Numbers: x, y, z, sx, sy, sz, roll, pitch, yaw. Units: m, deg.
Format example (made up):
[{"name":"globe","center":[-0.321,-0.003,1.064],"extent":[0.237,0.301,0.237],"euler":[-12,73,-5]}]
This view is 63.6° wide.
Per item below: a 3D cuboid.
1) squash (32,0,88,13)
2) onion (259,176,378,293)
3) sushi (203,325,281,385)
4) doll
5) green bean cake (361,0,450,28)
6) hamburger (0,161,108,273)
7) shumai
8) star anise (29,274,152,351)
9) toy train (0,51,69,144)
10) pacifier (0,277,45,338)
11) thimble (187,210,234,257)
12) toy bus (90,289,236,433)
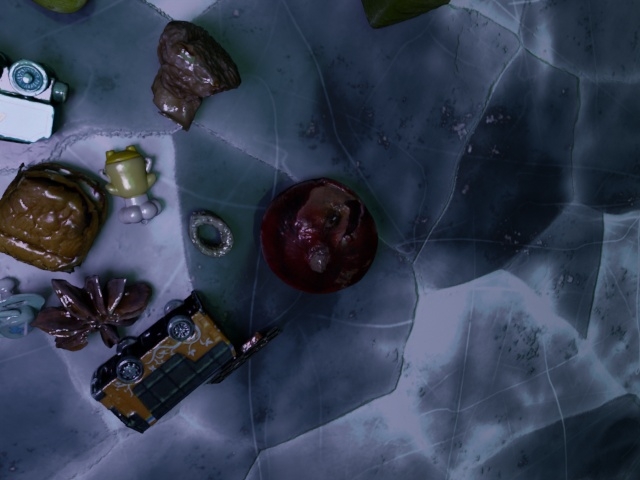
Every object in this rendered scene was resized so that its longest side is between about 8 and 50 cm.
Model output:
[{"name":"squash","center":[-0.566,-0.527,0.866],"extent":[0.370,0.118,0.118],"euler":[35,89,-20]},{"name":"onion","center":[0.000,0.000,1.138],"extent":[0.271,0.195,0.272],"euler":[-1,105,-6]},{"name":"sushi","center":[-0.180,0.254,1.176],"extent":[0.201,0.139,0.031],"euler":[-38,77,-9]},{"name":"doll","center":[-0.382,-0.108,1.048],"extent":[0.106,0.062,0.163],"euler":[-18,105,-19]},{"name":"green bean cake","center":[0.162,-0.563,1.043],"extent":[0.124,0.248,0.222],"euler":[-24,111,-14]},{"name":"hamburger","center":[-0.516,-0.043,0.981],"extent":[0.183,0.130,0.206],"euler":[28,93,-20]},{"name":"shumai","center":[-0.262,-0.312,0.993],"extent":[0.175,0.206,0.166],"euler":[-41,107,16]},{"name":"star anise","center":[-0.449,0.145,1.042],"extent":[0.236,0.093,0.229],"euler":[-24,140,-28]},{"name":"toy train","center":[-0.565,-0.260,0.930],"extent":[0.197,0.107,0.155],"euler":[10,105,-21]},{"name":"pacifier","center":[-0.607,0.128,1.000],"extent":[0.126,0.150,0.117],"euler":[-21,70,-32]},{"name":"thimble","center":[-0.240,-0.015,1.117],"extent":[0.084,0.062,0.110],"euler":[-39,112,-9]},{"name":"toy bus","center":[-0.333,0.259,1.105],"extent":[0.275,0.138,0.167],"euler":[-38,113,-11]}]
